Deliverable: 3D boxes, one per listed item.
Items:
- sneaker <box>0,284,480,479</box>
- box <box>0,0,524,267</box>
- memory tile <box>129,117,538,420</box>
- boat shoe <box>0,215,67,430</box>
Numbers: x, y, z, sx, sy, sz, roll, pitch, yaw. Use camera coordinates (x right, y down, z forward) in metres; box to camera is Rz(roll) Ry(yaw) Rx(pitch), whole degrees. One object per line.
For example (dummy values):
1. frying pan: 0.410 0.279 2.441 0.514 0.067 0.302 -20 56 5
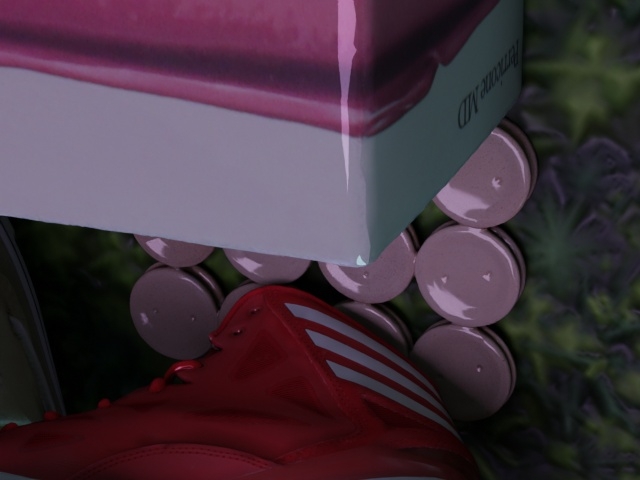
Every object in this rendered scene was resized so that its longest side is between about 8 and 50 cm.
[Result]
1. sneaker: -0.059 0.077 0.532 0.221 0.128 0.087 4 119 -10
2. box: -0.020 -0.131 0.437 0.126 0.148 0.232 8 116 21
3. memory tile: 0.000 0.000 0.568 0.148 0.012 0.113 11 116 21
4. boat shoe: -0.131 0.062 0.579 0.302 0.109 0.094 64 162 -7
